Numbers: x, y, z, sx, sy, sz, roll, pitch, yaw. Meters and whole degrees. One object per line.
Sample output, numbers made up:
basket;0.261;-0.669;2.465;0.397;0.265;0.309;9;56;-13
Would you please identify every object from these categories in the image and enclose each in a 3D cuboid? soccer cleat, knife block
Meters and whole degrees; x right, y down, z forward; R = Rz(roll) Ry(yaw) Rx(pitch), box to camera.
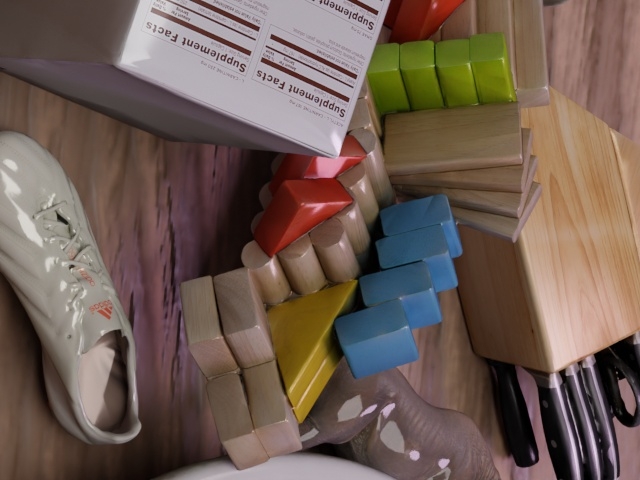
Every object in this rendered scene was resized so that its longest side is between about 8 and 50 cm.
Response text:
soccer cleat;-0.147;0.028;1.113;0.068;0.076;0.196;-26;109;-29
knife block;0.144;0.036;1.301;0.276;0.088;0.242;29;79;-33

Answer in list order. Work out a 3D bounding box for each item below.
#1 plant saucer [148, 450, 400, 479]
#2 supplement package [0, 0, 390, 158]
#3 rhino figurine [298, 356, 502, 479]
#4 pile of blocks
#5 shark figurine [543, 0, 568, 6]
plant saucer;-0.063;0.316;1.180;0.400;0.100;0.400;-5;101;-29
supplement package;-0.065;-0.168;1.073;0.149;0.194;0.203;22;84;-33
rhino figurine;0.061;0.155;1.271;0.243;0.073;0.106;37;79;-33
pile of blocks;0.037;-0.037;1.116;0.362;0.149;0.112;-63;156;-22
shark figurine;0.167;-0.278;1.294;0.278;0.166;0.116;49;42;-10
